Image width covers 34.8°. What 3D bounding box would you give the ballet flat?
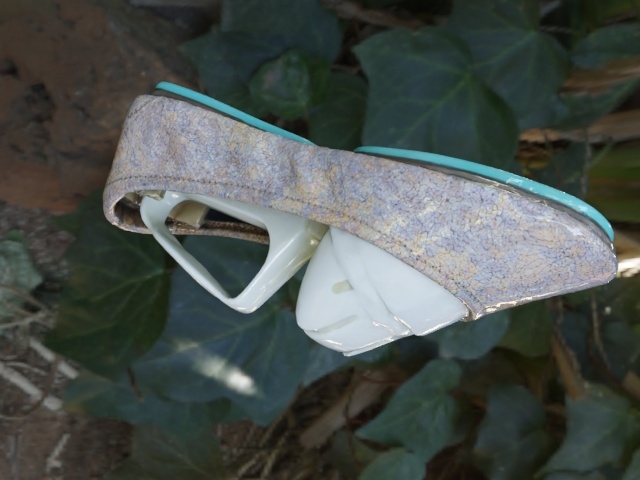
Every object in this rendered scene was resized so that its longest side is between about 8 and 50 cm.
[{"bbox_3d":[0.000,0.000,0.551,0.107,0.316,0.106,43,71,-50],"label":"ballet flat"}]
